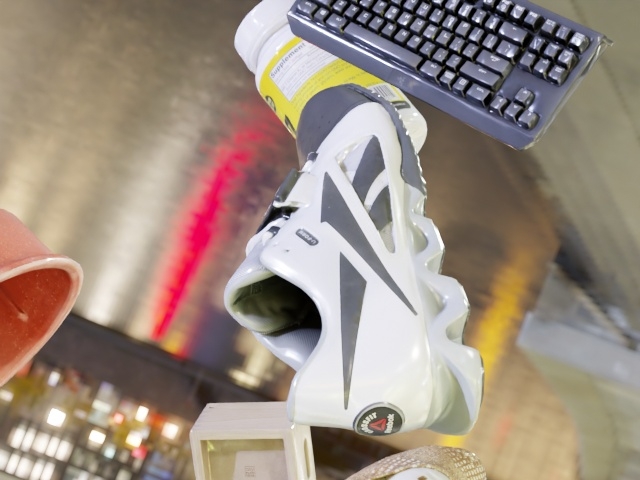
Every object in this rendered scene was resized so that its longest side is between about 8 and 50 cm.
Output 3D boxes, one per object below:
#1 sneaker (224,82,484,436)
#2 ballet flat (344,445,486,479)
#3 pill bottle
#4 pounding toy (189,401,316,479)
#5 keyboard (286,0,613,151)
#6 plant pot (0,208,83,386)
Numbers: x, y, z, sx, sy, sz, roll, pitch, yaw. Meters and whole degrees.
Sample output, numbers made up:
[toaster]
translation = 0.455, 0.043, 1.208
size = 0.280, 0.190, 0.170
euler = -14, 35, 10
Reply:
[sneaker]
translation = 0.000, 0.000, 1.112
size = 0.146, 0.122, 0.330
euler = -3, -141, -12
[ballet flat]
translation = 0.027, 0.175, 0.962
size = 0.206, 0.073, 0.067
euler = -17, -176, -27
[pill bottle]
translation = 0.007, -0.158, 1.671
size = 0.208, 0.119, 0.119
euler = 53, -174, 23
[pounding toy]
translation = -0.074, 0.244, 1.689
size = 0.130, 0.141, 0.100
euler = -2, -162, 13
[keyboard]
translation = 0.073, -0.128, 0.879
size = 0.180, 0.108, 0.023
euler = 31, 169, 31
[plant pot]
translation = -0.369, 0.007, 1.219
size = 0.265, 0.272, 0.272
euler = 49, 178, 11
